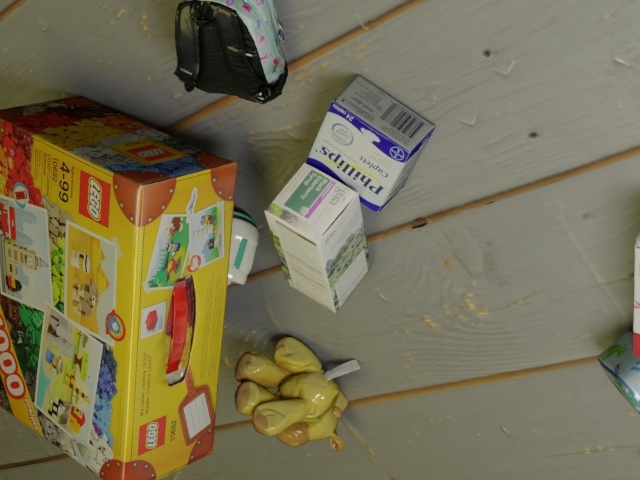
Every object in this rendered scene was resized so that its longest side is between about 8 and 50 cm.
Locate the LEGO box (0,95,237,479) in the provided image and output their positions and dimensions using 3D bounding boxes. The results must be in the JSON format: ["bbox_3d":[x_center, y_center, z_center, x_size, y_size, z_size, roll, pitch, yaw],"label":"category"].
[{"bbox_3d":[-0.338,0.071,1.900,0.373,0.193,0.500,24,119,36],"label":"LEGO box"}]

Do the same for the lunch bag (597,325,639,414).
[{"bbox_3d":[0.459,0.215,1.579,0.219,0.090,0.176,48,-175,-6],"label":"lunch bag"}]

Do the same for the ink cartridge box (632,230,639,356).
[{"bbox_3d":[0.425,0.043,1.465,0.072,0.127,0.175,14,135,28],"label":"ink cartridge box"}]

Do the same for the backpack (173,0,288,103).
[{"bbox_3d":[-0.121,-0.275,1.617,0.152,0.115,0.182,7,146,15],"label":"backpack"}]

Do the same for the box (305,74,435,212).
[{"bbox_3d":[0.065,-0.127,1.647,0.126,0.072,0.137,35,142,8],"label":"box"}]

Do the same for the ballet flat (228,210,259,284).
[{"bbox_3d":[-0.239,0.073,2.016,0.139,0.139,0.400,50,139,-11],"label":"ballet flat"}]

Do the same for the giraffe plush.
[{"bbox_3d":[-0.032,0.276,2.068,0.210,0.181,0.170,-7,142,2],"label":"giraffe plush"}]

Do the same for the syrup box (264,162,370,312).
[{"bbox_3d":[0.000,0.000,1.741,0.096,0.093,0.237,30,160,22],"label":"syrup box"}]
